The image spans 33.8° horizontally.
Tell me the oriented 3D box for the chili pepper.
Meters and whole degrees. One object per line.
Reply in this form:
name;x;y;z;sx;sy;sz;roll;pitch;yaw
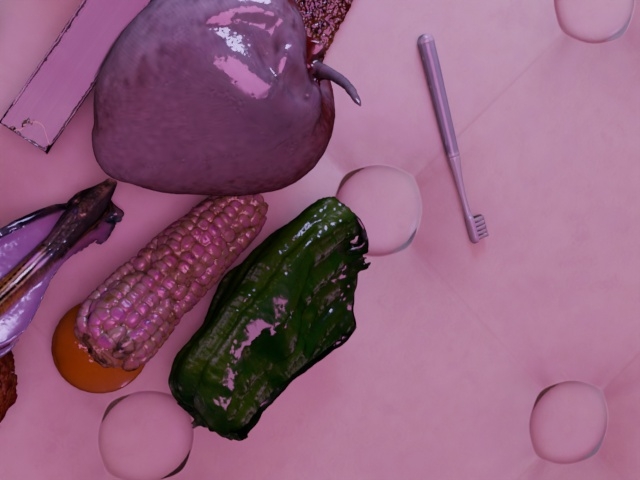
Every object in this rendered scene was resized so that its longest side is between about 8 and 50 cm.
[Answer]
chili pepper;-0.076;0.114;1.546;0.167;0.213;0.385;32;75;27

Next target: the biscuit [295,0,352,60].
biscuit;-0.005;-0.395;1.585;0.131;0.026;0.236;27;90;-17

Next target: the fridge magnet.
fridge magnet;-0.323;0.154;1.547;0.143;0.063;0.143;-2;98;-15

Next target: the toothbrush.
toothbrush;0.208;-0.159;1.664;0.030;0.025;0.342;-20;101;-16

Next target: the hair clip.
hair clip;-0.392;0.027;1.416;0.358;0.096;0.110;-51;122;-40

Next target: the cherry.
cherry;-0.139;-0.210;1.426;0.335;0.291;0.326;-1;137;-13

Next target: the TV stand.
TV stand;-0.343;-0.253;1.484;0.083;0.088;0.269;35;87;-16

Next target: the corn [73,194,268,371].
corn;-0.211;0.044;1.506;0.126;0.127;0.335;47;67;-14

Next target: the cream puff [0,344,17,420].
cream puff;-0.568;0.177;1.377;0.351;0.229;0.350;3;80;-16
